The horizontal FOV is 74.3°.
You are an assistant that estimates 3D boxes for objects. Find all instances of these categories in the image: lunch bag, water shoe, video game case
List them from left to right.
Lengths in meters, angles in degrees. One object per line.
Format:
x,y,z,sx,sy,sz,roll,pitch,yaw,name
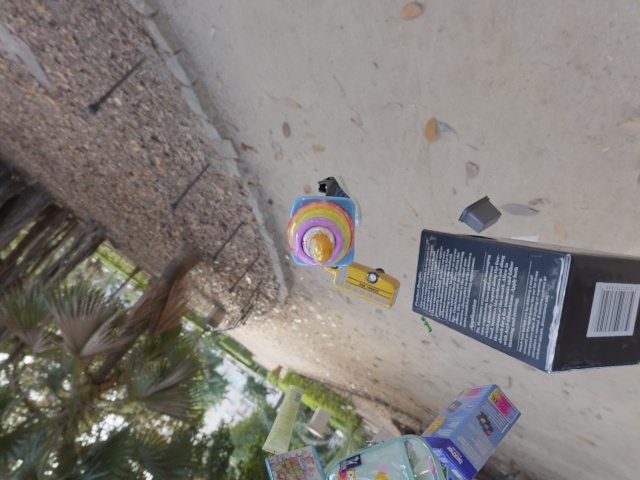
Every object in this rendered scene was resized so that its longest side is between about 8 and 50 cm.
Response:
-0.066,0.660,1.202,0.166,0.015,0.119,5,-138,-37,video game case
0.051,-0.104,1.191,0.073,0.080,0.203,85,164,-45,water shoe
0.141,0.493,0.735,0.108,0.224,0.279,55,-166,-49,lunch bag

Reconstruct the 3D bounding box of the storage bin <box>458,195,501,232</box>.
0.595,-0.086,1.570,0.091,0.135,0.098,52,154,27,storage bin

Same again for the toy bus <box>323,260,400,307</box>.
0.169,0.165,1.810,0.332,0.130,0.108,19,-167,22,toy bus

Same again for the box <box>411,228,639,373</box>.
0.440,0.107,0.922,0.293,0.212,0.395,4,-174,-24,box

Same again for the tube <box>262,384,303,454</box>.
-0.129,0.656,1.552,0.070,0.240,0.062,-1,143,29,tube

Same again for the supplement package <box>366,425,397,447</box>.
0.183,0.643,1.250,0.105,0.105,0.179,35,-178,21,supplement package

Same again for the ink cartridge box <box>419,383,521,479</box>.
0.522,0.737,1.584,0.151,0.395,0.270,47,155,11,ink cartridge box

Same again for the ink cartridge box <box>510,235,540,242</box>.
0.710,0.053,1.458,0.092,0.090,0.143,-3,136,34,ink cartridge box

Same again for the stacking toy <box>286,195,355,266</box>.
0.000,0.000,0.914,0.165,0.175,0.302,1,-170,1,stacking toy

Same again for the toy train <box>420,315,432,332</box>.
0.462,0.366,1.845,0.017,0.023,0.083,-28,96,33,toy train
